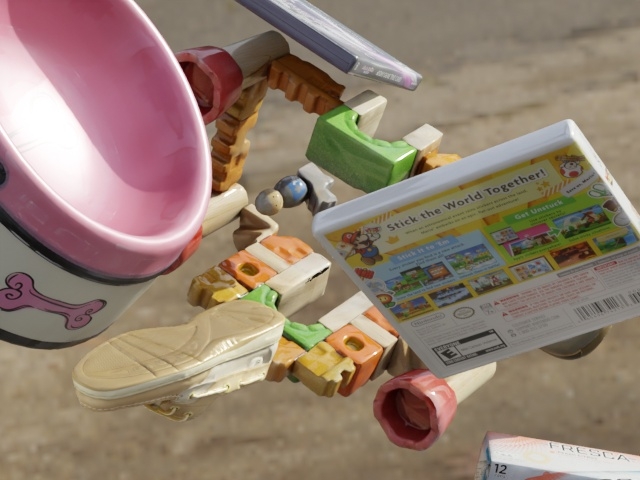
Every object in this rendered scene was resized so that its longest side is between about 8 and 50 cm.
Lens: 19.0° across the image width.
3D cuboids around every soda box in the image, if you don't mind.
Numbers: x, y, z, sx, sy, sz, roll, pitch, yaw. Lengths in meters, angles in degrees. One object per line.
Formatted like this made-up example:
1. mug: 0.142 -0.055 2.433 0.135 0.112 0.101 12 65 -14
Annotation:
1. soda box: 0.210 0.196 1.459 0.183 0.058 0.063 9 17 -1

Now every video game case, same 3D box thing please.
1. video game case: 0.142 0.013 1.502 0.227 0.206 0.026 -20 42 25
2. video game case: -0.004 -0.232 2.098 0.196 0.026 0.274 35 9 14

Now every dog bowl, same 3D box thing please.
1. dog bowl: -0.266 -0.111 1.793 0.150 0.408 0.408 -29 3 28

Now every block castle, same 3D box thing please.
1. block castle: 0.000 0.000 2.100 0.453 0.303 0.213 33 38 20

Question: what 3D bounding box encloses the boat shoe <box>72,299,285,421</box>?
1. boat shoe: -0.089 0.088 1.235 0.063 0.059 0.170 26 30 38

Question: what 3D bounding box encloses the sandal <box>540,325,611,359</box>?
1. sandal: 0.162 0.046 1.696 0.219 0.060 0.090 25 78 48
